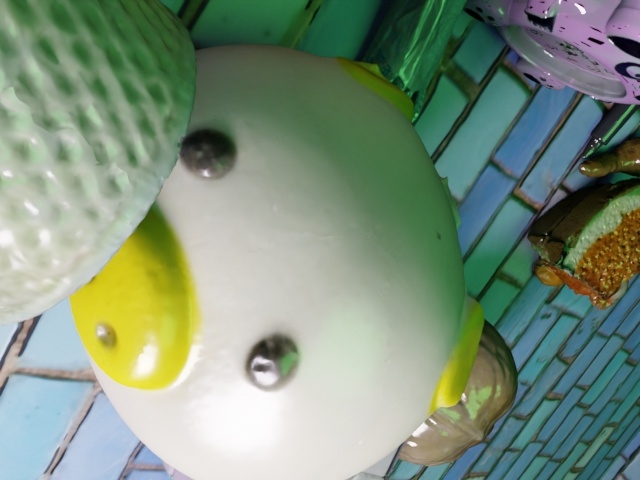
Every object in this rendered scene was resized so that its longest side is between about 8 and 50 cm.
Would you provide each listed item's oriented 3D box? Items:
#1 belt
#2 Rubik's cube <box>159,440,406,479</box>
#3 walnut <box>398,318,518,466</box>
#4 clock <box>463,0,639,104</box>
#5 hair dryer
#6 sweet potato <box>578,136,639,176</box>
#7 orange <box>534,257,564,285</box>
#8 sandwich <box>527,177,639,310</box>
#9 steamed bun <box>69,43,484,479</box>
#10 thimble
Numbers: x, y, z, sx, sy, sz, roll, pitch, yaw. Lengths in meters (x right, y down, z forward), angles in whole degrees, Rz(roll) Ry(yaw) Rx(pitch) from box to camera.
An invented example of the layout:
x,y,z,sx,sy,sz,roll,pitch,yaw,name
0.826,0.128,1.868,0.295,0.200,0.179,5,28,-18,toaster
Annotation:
x,y,z,sx,sy,sz,roll,pitch,yaw,name
0.108,-0.253,0.651,0.087,0.072,0.302,-8,132,-43,belt
-0.053,0.225,0.776,0.231,0.225,0.221,-4,124,-39,Rubik's cube
0.165,0.209,0.941,0.248,0.248,0.248,-21,131,-26,walnut
0.302,-0.232,0.711,0.228,0.248,0.090,22,102,-45,clock
0.523,-0.235,1.032,0.128,0.070,0.255,19,114,-45,hair dryer
0.552,-0.146,1.106,0.270,0.074,0.074,-7,125,-20,sweet potato
0.441,0.048,1.161,0.086,0.062,0.086,-23,135,-25,orange
0.492,-0.003,1.095,0.292,0.109,0.212,-45,118,-13,sandwich
-0.043,0.019,0.540,0.334,0.334,0.373,-17,86,-29,steamed bun
-0.221,-0.087,0.389,0.271,0.271,0.150,-50,139,2,thimble
